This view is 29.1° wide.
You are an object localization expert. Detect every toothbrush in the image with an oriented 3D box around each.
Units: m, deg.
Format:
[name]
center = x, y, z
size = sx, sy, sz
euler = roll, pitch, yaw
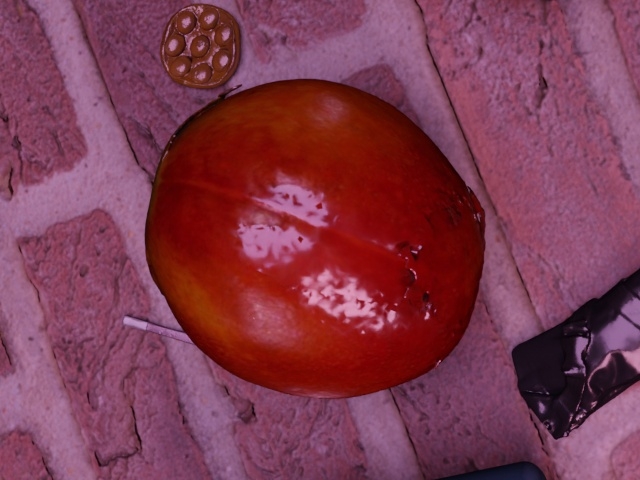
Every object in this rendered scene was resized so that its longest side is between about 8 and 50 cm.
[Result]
[toothbrush]
center = -0.158, 0.124, 1.538
size = 0.194, 0.017, 0.014
euler = 14, 88, 16

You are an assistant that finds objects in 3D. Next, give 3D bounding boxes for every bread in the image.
[bread]
center = -0.148, -0.241, 1.529
size = 0.110, 0.024, 0.110
euler = 0, 91, 12

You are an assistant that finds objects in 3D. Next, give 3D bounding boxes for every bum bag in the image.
[bum bag]
center = 0.334, 0.118, 1.397
size = 0.248, 0.060, 0.123
euler = -37, 83, 12

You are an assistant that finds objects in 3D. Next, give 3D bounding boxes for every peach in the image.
[peach]
center = 0.000, 0.000, 1.335
size = 0.370, 0.370, 0.370
euler = 0, 90, 14

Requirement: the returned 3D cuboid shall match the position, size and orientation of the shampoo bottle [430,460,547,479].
[shampoo bottle]
center = 0.108, 0.429, 1.317
size = 0.343, 0.331, 0.331
euler = -15, 87, 11
